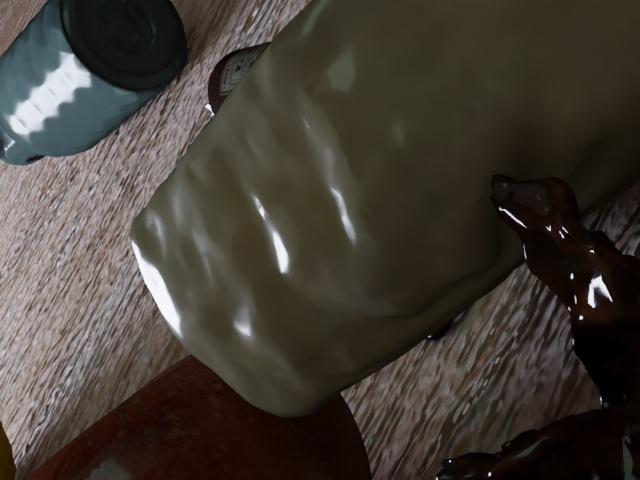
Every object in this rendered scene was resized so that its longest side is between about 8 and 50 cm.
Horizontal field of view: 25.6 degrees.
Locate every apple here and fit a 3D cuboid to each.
[{"bbox_3d":[-0.059,0.151,0.699,0.201,0.162,0.201,-36,-1,0],"label":"apple"}]

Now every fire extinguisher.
[{"bbox_3d":[-0.025,-0.123,1.073,0.099,0.071,0.231,-37,16,-19],"label":"fire extinguisher"}]

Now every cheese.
[{"bbox_3d":[0.077,-0.055,0.574,0.318,0.115,0.326,-36,-4,5],"label":"cheese"}]

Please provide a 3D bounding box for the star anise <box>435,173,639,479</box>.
[{"bbox_3d":[0.155,0.082,0.366,0.148,0.237,0.347,105,162,-67],"label":"star anise"}]

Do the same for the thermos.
[{"bbox_3d":[-0.260,-0.175,1.499,0.182,0.145,0.286,-38,5,-40],"label":"thermos"}]

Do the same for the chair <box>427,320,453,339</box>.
[{"bbox_3d":[0.000,0.000,0.832,0.212,0.101,0.084,1,64,64],"label":"chair"}]

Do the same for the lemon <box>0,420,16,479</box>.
[{"bbox_3d":[-0.347,0.208,1.185,0.193,0.180,0.180,-58,23,-18],"label":"lemon"}]
